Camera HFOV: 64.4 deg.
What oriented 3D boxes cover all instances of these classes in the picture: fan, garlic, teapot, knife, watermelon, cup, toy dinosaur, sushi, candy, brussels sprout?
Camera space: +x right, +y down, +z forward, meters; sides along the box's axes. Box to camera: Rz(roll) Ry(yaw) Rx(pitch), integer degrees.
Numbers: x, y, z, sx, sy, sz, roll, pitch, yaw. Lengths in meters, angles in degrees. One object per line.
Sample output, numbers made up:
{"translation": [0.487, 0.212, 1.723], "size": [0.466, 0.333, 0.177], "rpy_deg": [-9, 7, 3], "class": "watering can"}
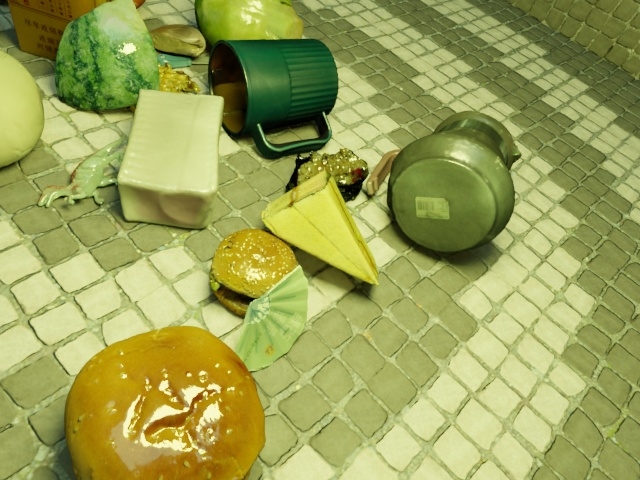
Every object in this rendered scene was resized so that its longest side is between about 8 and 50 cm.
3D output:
{"translation": [-0.088, 0.157, 0.990], "size": [0.131, 0.009, 0.240], "rpy_deg": [44, 68, -28], "class": "fan"}
{"translation": [-0.417, -0.605, 1.545], "size": [0.196, 0.087, 0.101], "rpy_deg": [20, 40, 19], "class": "garlic"}
{"translation": [0.317, -0.166, 1.306], "size": [0.376, 0.305, 0.361], "rpy_deg": [5, 32, 27], "class": "teapot"}
{"translation": [-0.386, -0.557, 1.569], "size": [0.244, 0.032, 0.058], "rpy_deg": [-15, 43, -32], "class": "knife"}
{"translation": [-0.537, -0.467, 1.296], "size": [0.256, 0.260, 0.176], "rpy_deg": [6, 40, -13], "class": "watermelon"}
{"translation": [-0.110, -0.408, 1.382], "size": [0.292, 0.242, 0.308], "rpy_deg": [-18, 55, -32], "class": "cup"}
{"translation": [-0.525, -0.167, 1.171], "size": [0.167, 0.053, 0.242], "rpy_deg": [5, 58, -3], "class": "toy dinosaur"}
{"translation": [0.014, -0.164, 1.293], "size": [0.213, 0.115, 0.147], "rpy_deg": [-18, 58, -28], "class": "sushi"}
{"translation": [-0.341, -0.203, 1.200], "size": [0.208, 0.145, 0.358], "rpy_deg": [4, 49, -12], "class": "candy"}
{"translation": [-0.220, -0.695, 1.574], "size": [0.344, 0.268, 0.344], "rpy_deg": [14, 43, -13], "class": "brussels sprout"}

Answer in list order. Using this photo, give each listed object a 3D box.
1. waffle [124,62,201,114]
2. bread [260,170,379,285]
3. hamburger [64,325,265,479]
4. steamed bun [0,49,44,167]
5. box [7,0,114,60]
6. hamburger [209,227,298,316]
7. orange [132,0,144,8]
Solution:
{"translation": [-0.458, -0.421, 1.416], "size": [0.232, 0.051, 0.229], "rpy_deg": [39, 54, 18], "class": "waffle"}
{"translation": [0.003, 0.003, 1.131], "size": [0.264, 0.163, 0.167], "rpy_deg": [61, 12, -13], "class": "bread"}
{"translation": [-0.241, 0.279, 0.805], "size": [0.290, 0.170, 0.314], "rpy_deg": [-15, 55, -35], "class": "hamburger"}
{"translation": [-0.773, -0.313, 1.093], "size": [0.312, 0.233, 0.333], "rpy_deg": [-16, 54, -31], "class": "steamed bun"}
{"translation": [-0.663, -0.653, 1.301], "size": [0.264, 0.415, 0.115], "rpy_deg": [17, 51, -2], "class": "box"}
{"translation": [-0.131, 0.063, 1.057], "size": [0.191, 0.118, 0.181], "rpy_deg": [27, 52, -1], "class": "hamburger"}
{"translation": [-0.690, -0.844, 1.475], "size": [0.424, 0.424, 0.326], "rpy_deg": [39, 77, 17], "class": "orange"}
